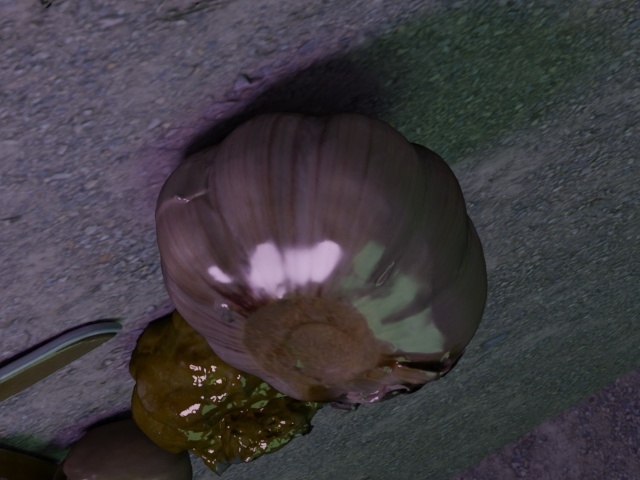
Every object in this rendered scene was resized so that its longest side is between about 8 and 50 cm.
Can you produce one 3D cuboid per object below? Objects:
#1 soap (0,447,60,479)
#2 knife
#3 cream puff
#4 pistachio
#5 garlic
[{"bbox_3d":[-0.410,0.323,1.811,0.140,0.073,0.232,-28,160,7],"label":"soap"},{"bbox_3d":[-0.368,0.166,1.557,0.343,0.027,0.061,-28,155,-7],"label":"knife"},{"bbox_3d":[-0.085,0.166,1.687,0.281,0.185,0.282,-21,156,-10],"label":"cream puff"},{"bbox_3d":[-0.249,0.290,1.861,0.184,0.124,0.124,-8,152,-35],"label":"pistachio"},{"bbox_3d":[-0.004,0.012,1.345,0.321,0.241,0.322,-3,119,-6],"label":"garlic"}]
